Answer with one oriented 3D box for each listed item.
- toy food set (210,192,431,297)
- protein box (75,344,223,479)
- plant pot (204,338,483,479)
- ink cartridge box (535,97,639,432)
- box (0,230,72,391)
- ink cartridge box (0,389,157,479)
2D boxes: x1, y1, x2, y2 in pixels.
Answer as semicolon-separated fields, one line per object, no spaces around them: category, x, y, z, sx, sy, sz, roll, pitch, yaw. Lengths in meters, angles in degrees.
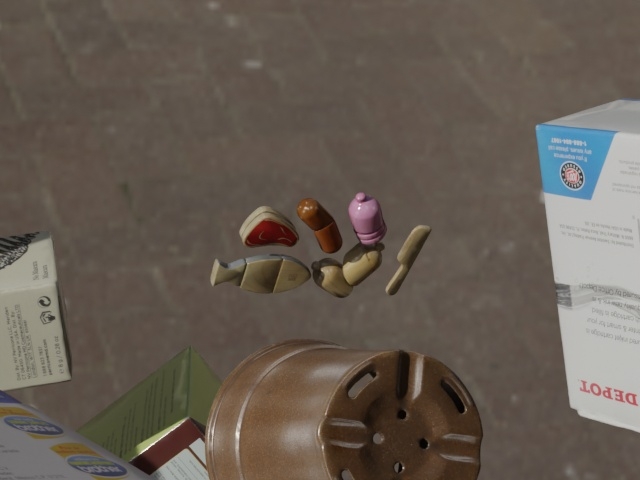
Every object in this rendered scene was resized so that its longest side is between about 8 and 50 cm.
toy food set;0.000;0.000;1.070;0.122;0.078;0.019;8;38;-27
protein box;-0.158;0.235;1.672;0.201;0.136;0.200;-37;14;6
plant pot;0.023;0.145;1.291;0.167;0.167;0.165;-12;-3;-26
ink cartridge box;0.345;0.028;1.773;0.129;0.307;0.223;-19;17;-33
box;-0.344;0.073;1.463;0.275;0.094;0.113;-9;26;-9
ink cartridge box;-0.100;0.123;0.661;0.311;0.065;0.186;28;8;30
